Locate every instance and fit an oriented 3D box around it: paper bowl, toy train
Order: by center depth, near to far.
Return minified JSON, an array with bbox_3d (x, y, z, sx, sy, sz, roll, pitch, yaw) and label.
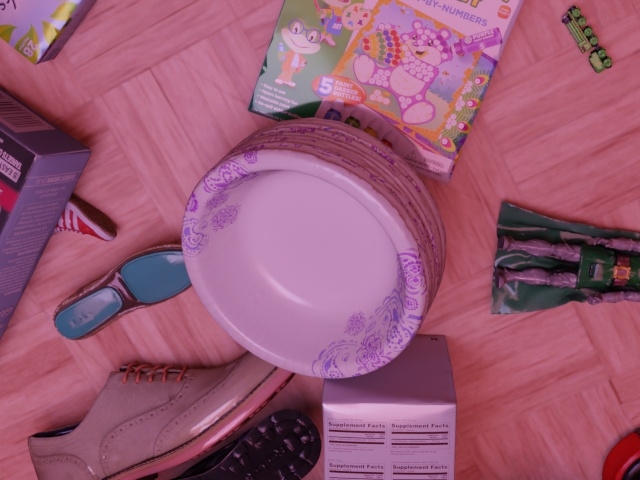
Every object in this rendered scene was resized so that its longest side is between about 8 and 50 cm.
[{"bbox_3d":[0.000,0.000,1.076,0.284,0.148,0.284,12,125,18],"label":"paper bowl"},{"bbox_3d":[0.297,-0.223,1.078,0.023,0.017,0.083,-32,103,24],"label":"toy train"}]

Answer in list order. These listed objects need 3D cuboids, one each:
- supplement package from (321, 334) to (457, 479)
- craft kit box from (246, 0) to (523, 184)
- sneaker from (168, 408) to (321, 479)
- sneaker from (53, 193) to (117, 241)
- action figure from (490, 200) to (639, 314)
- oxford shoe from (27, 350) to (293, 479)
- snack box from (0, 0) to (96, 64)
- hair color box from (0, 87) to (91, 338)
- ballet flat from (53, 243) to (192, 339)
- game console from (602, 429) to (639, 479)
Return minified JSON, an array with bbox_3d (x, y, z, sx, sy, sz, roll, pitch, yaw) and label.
[{"bbox_3d":[0.080,0.241,1.147,0.149,0.194,0.203,0,107,3],"label":"supplement package"},{"bbox_3d":[0.073,-0.220,1.078,0.249,0.061,0.247,19,105,-2],"label":"craft kit box"},{"bbox_3d":[-0.129,0.311,1.163,0.283,0.124,0.107,-29,85,-19],"label":"sneaker"},{"bbox_3d":[-0.309,-0.019,1.174,0.118,0.042,0.067,35,103,1],"label":"sneaker"},{"bbox_3d":[0.323,0.031,1.136,0.232,0.063,0.137,3,105,0],"label":"action figure"},{"bbox_3d":[-0.194,0.205,1.191,0.397,0.140,0.147,-33,86,6],"label":"oxford shoe"},{"bbox_3d":[-0.314,-0.329,1.062,0.174,0.070,0.207,40,107,-8],"label":"snack box"},{"bbox_3d":[-0.442,0.007,1.134,0.185,0.113,0.375,34,108,11],"label":"hair color box"},{"bbox_3d":[-0.232,0.053,1.178,0.206,0.067,0.073,-24,106,8],"label":"ballet flat"},{"bbox_3d":[0.571,0.376,1.233,0.341,0.060,0.387,-22,105,7],"label":"game console"}]
